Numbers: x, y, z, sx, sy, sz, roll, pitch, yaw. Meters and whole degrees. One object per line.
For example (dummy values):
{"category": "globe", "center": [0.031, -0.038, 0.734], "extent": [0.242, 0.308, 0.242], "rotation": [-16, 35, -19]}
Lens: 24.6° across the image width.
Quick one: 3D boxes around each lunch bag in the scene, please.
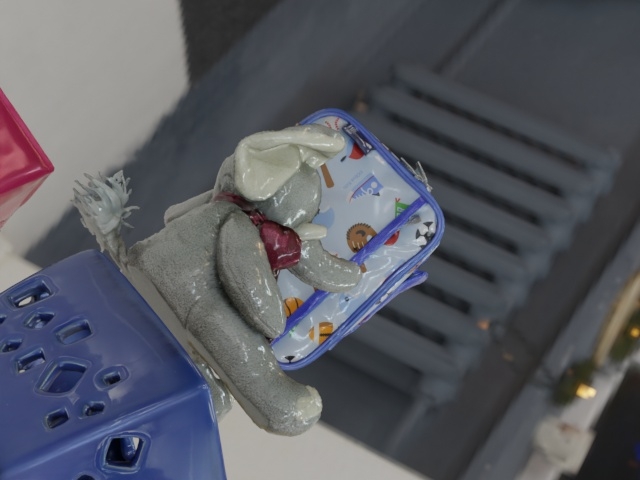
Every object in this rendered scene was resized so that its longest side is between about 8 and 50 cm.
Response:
{"category": "lunch bag", "center": [0.000, 0.000, 1.792], "extent": [0.303, 0.243, 0.115], "rotation": [-42, 174, 0]}

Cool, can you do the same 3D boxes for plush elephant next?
{"category": "plush elephant", "center": [-0.075, 0.016, 1.547], "extent": [0.255, 0.330, 0.272], "rotation": [-36, -174, -25]}

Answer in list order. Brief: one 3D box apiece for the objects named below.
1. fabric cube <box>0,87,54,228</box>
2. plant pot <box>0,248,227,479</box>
{"category": "fabric cube", "center": [-0.494, -0.073, 1.559], "extent": [0.258, 0.254, 0.259], "rotation": [-33, 175, -42]}
{"category": "plant pot", "center": [-0.210, 0.176, 1.125], "extent": [0.212, 0.236, 0.236], "rotation": [-19, 125, -21]}
